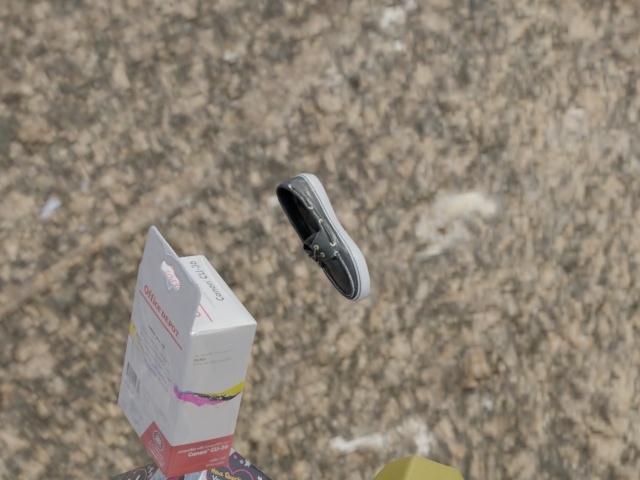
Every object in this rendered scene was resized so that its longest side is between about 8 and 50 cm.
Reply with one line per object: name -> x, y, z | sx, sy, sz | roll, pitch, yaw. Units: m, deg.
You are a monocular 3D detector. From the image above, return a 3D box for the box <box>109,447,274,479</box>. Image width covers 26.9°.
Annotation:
box -> -0.150, 0.339, 1.509 | 0.247, 0.163, 0.142 | -28, 27, 47

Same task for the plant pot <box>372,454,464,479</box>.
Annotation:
plant pot -> 0.080, 0.229, 1.130 | 0.081, 0.081, 0.083 | 21, 66, -21

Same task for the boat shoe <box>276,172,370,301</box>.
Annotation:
boat shoe -> 0.000, 0.000, 1.322 | 0.040, 0.049, 0.142 | -18, 73, -38

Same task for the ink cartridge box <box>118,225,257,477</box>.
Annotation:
ink cartridge box -> -0.117, 0.094, 1.180 | 0.067, 0.198, 0.115 | -7, 35, -31
